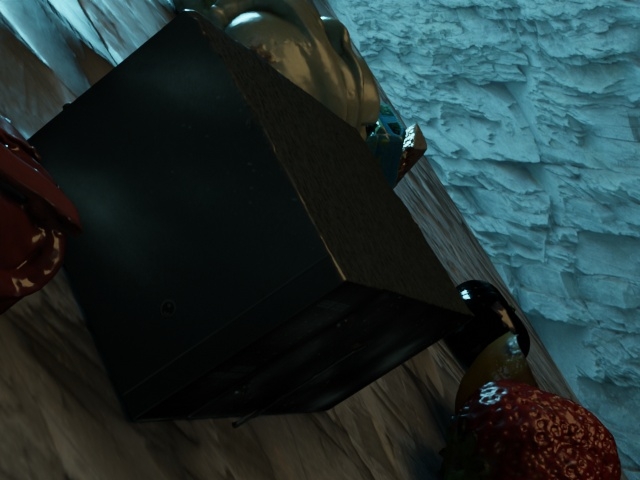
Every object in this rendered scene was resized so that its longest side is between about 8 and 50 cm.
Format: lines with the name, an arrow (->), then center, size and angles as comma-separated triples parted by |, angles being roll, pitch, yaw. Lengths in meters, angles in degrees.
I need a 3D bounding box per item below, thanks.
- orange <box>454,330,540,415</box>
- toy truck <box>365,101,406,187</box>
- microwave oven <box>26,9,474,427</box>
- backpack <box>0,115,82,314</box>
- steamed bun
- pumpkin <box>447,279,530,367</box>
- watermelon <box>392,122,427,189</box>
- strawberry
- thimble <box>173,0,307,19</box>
orange -> 0.366, 0.318, 1.541 | 0.274, 0.310, 0.274 | 8, 35, -6
toy truck -> 0.071, -0.213, 1.749 | 0.156, 0.155, 0.279 | 2, 30, -13
microwave oven -> -0.059, -0.003, 0.954 | 0.374, 0.236, 0.432 | 60, 15, 20
backpack -> -0.275, -0.048, 0.563 | 0.229, 0.139, 0.229 | 55, 12, -17
steamed bun -> -0.027, -0.251, 1.373 | 0.324, 0.220, 0.309 | 67, 0, -47
pumpkin -> 0.384, 0.202, 2.011 | 0.233, 0.163, 0.233 | 52, 13, -18
watermelon -> 0.133, -0.152, 1.847 | 0.094, 0.241, 0.154 | 50, 10, 9
strawberry -> 0.320, 0.344, 1.300 | 0.277, 0.257, 0.257 | 10, 23, -3
thimble -> -0.148, -0.456, 1.722 | 0.291, 0.195, 0.291 | 46, 22, -24
